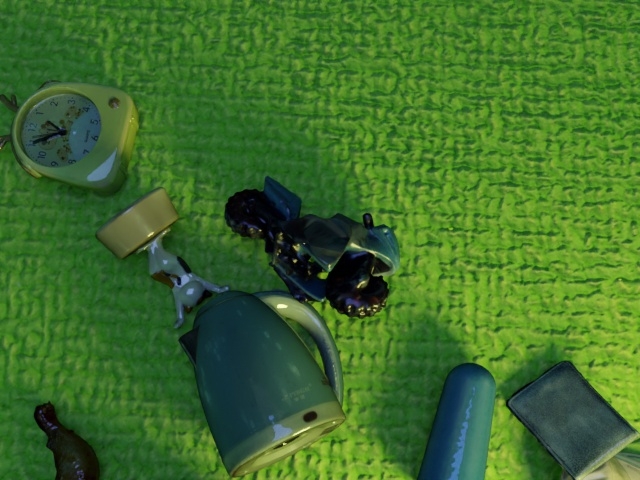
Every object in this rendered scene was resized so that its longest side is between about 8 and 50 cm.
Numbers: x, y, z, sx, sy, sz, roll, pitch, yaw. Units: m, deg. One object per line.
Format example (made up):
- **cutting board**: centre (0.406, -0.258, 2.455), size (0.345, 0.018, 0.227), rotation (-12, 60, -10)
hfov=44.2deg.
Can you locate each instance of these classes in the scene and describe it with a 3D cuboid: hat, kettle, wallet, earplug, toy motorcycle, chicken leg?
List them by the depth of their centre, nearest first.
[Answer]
- **hat**: centre (0.587, 0.516, 1.547), size (0.226, 0.164, 0.220), rotation (6, 77, 23)
- **kettle**: centre (-0.104, 0.249, 1.580), size (0.319, 0.247, 0.342), rotation (-13, 65, -34)
- **chicken leg**: centre (-0.524, 0.491, 1.580), size (0.177, 0.083, 0.323), rotation (4, 79, 16)
- **wallet**: centre (0.501, 0.357, 1.584), size (0.167, 0.036, 0.222), rotation (-34, 49, -8)
- **earplug**: centre (0.283, 0.380, 1.585), size (0.132, 0.132, 0.273), rotation (15, 73, 3)
- **toy motorcycle**: centre (0.000, 0.000, 1.654), size (0.416, 0.172, 0.232), rotation (34, 50, 24)

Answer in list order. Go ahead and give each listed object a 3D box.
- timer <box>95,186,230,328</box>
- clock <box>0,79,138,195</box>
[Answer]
- **timer**: centre (-0.327, 0.042, 1.664), size (0.175, 0.175, 0.266), rotation (-36, 96, -8)
- **clock**: centre (-0.570, -0.237, 1.740), size (0.308, 0.096, 0.235), rotation (11, 78, 2)
